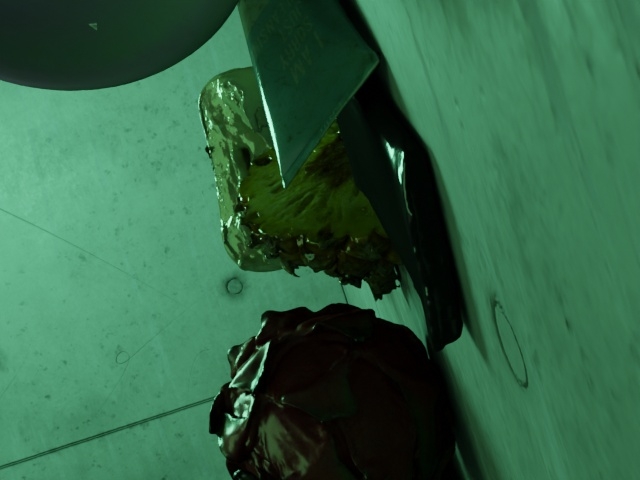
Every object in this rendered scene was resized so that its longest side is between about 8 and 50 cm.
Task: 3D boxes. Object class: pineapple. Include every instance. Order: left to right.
[{"bbox_3d":[-0.002,-0.004,0.978,0.249,0.140,0.164,-114,4,-48],"label":"pineapple"}]

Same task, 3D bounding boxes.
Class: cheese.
[{"bbox_3d":[-0.069,-0.095,1.275,0.233,0.127,0.265,-26,-78,-68],"label":"cheese"}]

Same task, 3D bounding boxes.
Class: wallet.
[{"bbox_3d":[0.043,-0.050,0.705,0.285,0.030,0.146,-113,8,-61],"label":"wallet"}]

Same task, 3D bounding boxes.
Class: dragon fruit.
[{"bbox_3d":[0.029,0.189,0.899,0.293,0.234,0.233,58,172,28],"label":"dragon fruit"}]

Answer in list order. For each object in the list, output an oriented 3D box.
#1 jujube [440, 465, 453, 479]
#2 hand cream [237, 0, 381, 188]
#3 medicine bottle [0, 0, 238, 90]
[{"bbox_3d":[0.044,0.291,1.119,0.258,0.259,0.376,74,172,-52],"label":"jujube"},{"bbox_3d":[-0.027,-0.168,0.748,0.070,0.111,0.312,25,-153,-27],"label":"hand cream"},{"bbox_3d":[-0.158,-0.285,0.640,0.256,0.256,0.324,73,-168,-46],"label":"medicine bottle"}]
